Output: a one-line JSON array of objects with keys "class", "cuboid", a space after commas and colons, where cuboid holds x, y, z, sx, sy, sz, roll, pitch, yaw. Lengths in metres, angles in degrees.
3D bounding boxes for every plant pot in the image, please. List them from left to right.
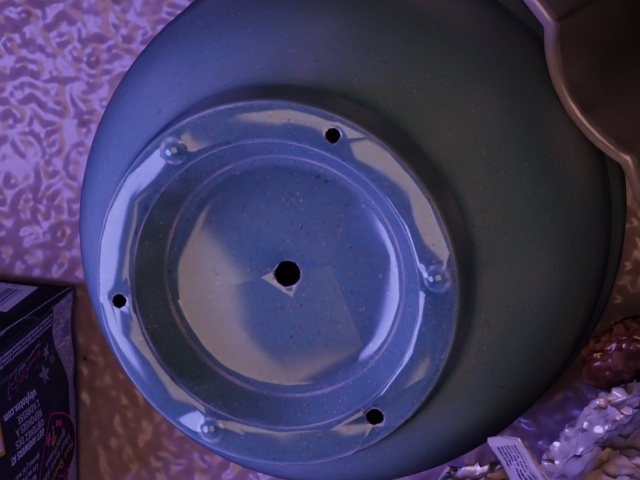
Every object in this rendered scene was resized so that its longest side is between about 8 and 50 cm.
[{"class": "plant pot", "cuboid": [0.000, 0.000, 0.854, 0.293, 0.196, 0.293, 3, 103, 14]}]

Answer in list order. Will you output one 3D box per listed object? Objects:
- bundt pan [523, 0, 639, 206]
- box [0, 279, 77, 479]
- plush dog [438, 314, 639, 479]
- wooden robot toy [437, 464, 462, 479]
[{"class": "bundt pan", "cuboid": [0.257, -0.134, 0.748, 0.330, 0.124, 0.331, 23, 132, 29]}, {"class": "box", "cuboid": [-0.280, 0.102, 0.965, 0.247, 0.163, 0.142, 6, 108, 13]}, {"class": "plush dog", "cuboid": [0.194, 0.109, 0.754, 0.262, 0.225, 0.211, 30, 134, 19]}, {"class": "wooden robot toy", "cuboid": [0.118, 0.162, 0.888, 0.076, 0.173, 0.079, 23, 107, -23]}]
